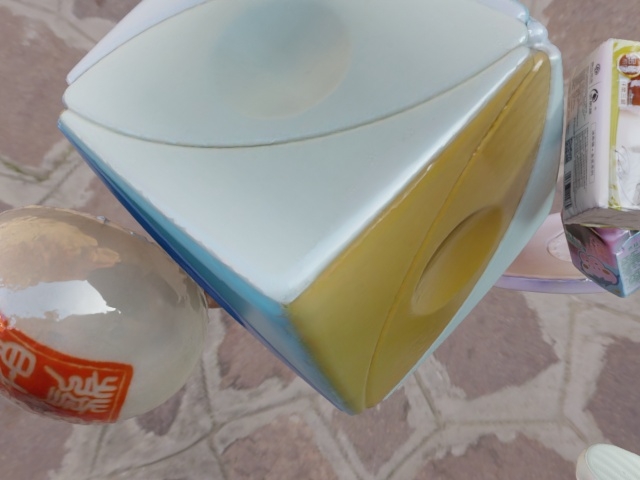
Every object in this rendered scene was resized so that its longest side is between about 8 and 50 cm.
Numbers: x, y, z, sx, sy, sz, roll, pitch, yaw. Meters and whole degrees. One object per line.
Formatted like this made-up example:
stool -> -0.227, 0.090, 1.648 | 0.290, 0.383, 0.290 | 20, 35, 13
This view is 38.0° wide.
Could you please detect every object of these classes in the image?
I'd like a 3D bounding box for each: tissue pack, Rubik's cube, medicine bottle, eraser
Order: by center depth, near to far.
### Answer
tissue pack -> 0.279, -0.090, 0.832 | 0.099, 0.106, 0.148 | 5, 83, -3
Rubik's cube -> 0.005, -0.080, 0.922 | 0.347, 0.352, 0.351 | -46, 61, -9
medicine bottle -> 0.414, -0.021, 1.331 | 0.094, 0.119, 0.188 | -36, 131, -10
eraser -> 0.372, 0.039, 1.537 | 0.243, 0.204, 0.059 | -12, 128, -18

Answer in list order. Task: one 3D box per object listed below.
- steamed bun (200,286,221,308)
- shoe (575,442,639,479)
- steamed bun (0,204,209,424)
steamed bun -> -0.141, 0.024, 1.575 | 0.145, 0.106, 0.175 | -7, 56, -5
shoe -> 0.518, 0.481, 1.488 | 0.363, 0.132, 0.160 | 42, 128, -1
steamed bun -> -0.357, 0.130, 1.325 | 0.375, 0.374, 0.241 | 18, 60, 5
